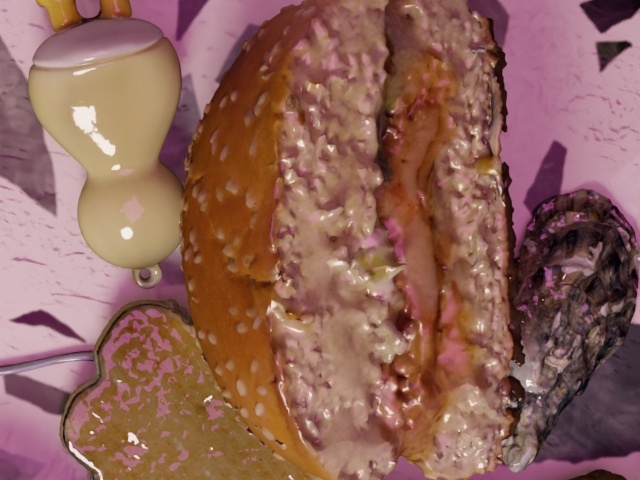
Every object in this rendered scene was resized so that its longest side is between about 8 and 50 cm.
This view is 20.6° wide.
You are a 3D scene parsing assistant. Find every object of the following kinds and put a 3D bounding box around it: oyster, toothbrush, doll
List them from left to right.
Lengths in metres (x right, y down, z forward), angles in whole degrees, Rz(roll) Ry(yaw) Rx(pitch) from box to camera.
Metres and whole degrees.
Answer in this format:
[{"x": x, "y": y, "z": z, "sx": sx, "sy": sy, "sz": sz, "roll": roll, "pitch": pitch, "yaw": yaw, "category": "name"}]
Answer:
[{"x": -0.231, "y": 0.114, "z": 1.688, "sx": 0.193, "sy": 0.013, "sz": 0.019, "roll": -7, "pitch": 103, "yaw": -9, "category": "toothbrush"}, {"x": -0.191, "y": -0.098, "z": 1.639, "sx": 0.141, "sy": 0.117, "sz": 0.296, "roll": -13, "pitch": 109, "yaw": -14, "category": "doll"}, {"x": 0.226, "y": 0.079, "z": 1.739, "sx": 0.252, "sy": 0.087, "sz": 0.199, "roll": -33, "pitch": 99, "yaw": -18, "category": "oyster"}]

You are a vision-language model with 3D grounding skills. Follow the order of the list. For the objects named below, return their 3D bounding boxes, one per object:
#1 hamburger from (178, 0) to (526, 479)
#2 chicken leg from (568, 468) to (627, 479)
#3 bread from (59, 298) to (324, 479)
[{"x": 0.000, "y": 0.000, "z": 1.586, "sx": 0.268, "sy": 0.287, "sz": 0.445, "roll": -7, "pitch": 92, "yaw": -33, "category": "hamburger"}, {"x": 0.143, "y": 0.317, "z": 1.711, "sx": 0.429, "sy": 0.153, "sz": 0.201, "roll": -15, "pitch": 109, "yaw": -15, "category": "chicken leg"}, {"x": -0.138, "y": 0.201, "z": 1.684, "sx": 0.207, "sy": 0.056, "sz": 0.286, "roll": -39, "pitch": 102, "yaw": -4, "category": "bread"}]
